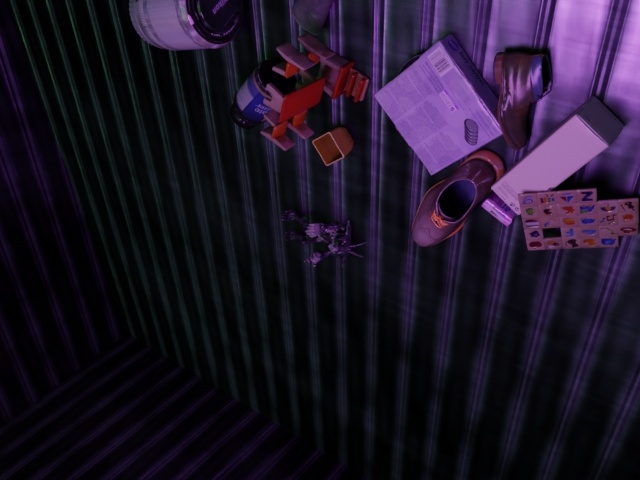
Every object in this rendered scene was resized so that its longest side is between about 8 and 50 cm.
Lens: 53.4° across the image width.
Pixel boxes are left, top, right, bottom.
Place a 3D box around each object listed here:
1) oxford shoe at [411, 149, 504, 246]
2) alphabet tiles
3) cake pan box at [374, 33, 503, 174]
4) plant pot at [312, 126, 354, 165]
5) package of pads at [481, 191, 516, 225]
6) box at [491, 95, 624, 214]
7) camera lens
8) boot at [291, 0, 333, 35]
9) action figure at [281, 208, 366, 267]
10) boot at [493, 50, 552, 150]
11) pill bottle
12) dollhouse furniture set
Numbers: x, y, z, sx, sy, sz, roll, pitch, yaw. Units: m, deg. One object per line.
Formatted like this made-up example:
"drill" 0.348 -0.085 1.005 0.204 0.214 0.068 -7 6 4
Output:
"oxford shoe" 0.313 -0.083 1.613 0.130 0.133 0.364 42 142 9
"alphabet tiles" 0.569 -0.045 1.401 0.237 0.009 0.198 -3 140 24
"cake pan box" 0.282 -0.316 1.507 0.267 0.070 0.246 53 140 -3
"plant pot" 0.045 -0.270 1.765 0.081 0.083 0.081 -19 106 50
"package of pads" 0.442 -0.078 1.558 0.083 0.050 0.032 40 139 12
"box" 0.502 -0.177 1.369 0.094 0.113 0.275 47 143 4
"camera lens" -0.367 -0.640 1.755 0.274 0.219 0.219 11 128 39
"boot" 0.021 -0.581 1.539 0.190 0.076 0.208 54 137 18
"action figure" 0.000 0.000 1.992 0.275 0.141 0.164 22 123 34
"boot" 0.439 -0.296 1.355 0.106 0.082 0.219 6 123 45
"pill bottle" -0.175 -0.413 1.833 0.123 0.123 0.219 53 143 -3
"dollhouse furniture set" -0.010 -0.372 1.592 0.135 0.259 0.262 40 142 18
